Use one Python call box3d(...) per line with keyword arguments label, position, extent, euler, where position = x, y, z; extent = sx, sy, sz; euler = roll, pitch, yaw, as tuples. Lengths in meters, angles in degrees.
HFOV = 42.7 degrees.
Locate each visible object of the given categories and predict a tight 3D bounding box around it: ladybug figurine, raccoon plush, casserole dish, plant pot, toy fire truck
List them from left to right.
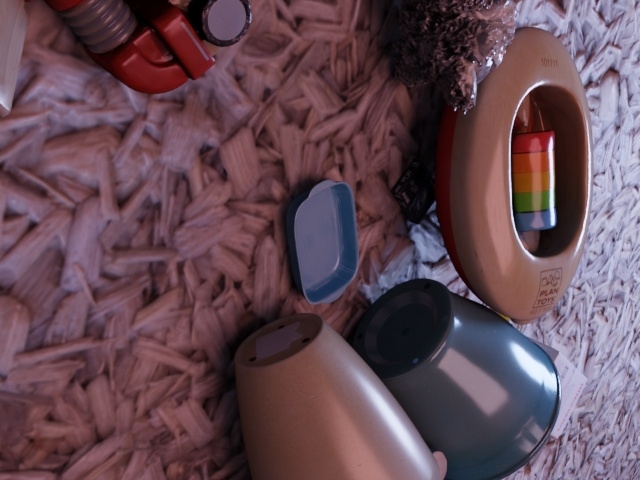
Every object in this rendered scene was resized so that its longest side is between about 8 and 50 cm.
box3d(label="toy fire truck", position=(-0.206, -0.204, 0.744), extent=(0.246, 0.158, 0.217), euler=(-44, 136, -9))
box3d(label="plant pot", position=(-0.005, 0.246, 1.104), extent=(0.256, 0.256, 0.274), euler=(-36, 113, -31))
box3d(label="casserole dish", position=(0.000, 0.000, 1.128), extent=(0.114, 0.037, 0.188), euler=(-31, 129, -35))
box3d(label="raccoon plush", position=(0.087, -0.357, 1.012), extent=(0.447, 0.216, 0.299), euler=(19, 109, -21))
box3d(label="plant pot", position=(0.191, 0.202, 1.273), extent=(0.255, 0.272, 0.271), euler=(43, 74, -32))
box3d(label="ladybug figurine", position=(0.287, -0.093, 1.256), extent=(0.305, 0.162, 0.449), euler=(-6, 99, -40))

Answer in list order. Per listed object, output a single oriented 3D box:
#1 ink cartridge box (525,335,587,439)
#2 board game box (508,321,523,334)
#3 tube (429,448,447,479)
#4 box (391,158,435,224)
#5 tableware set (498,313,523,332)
box3d(label="ink cartridge box", position=(0.467, 0.315, 1.731), extent=(0.212, 0.093, 0.154), euler=(37, 80, -47))
box3d(label="board game box", position=(0.306, 0.311, 1.569), extent=(0.305, 0.053, 0.193), euler=(-57, 139, -4))
box3d(label="tube", position=(0.095, 0.329, 1.255), extent=(0.080, 0.207, 0.052), euler=(-8, 97, -44))
box3d(label="box", position=(0.148, -0.075, 1.266), extent=(0.067, 0.018, 0.083), euler=(-54, 138, -16))
box3d(label="tableware set", position=(0.373, 0.128, 1.601), extent=(0.104, 0.024, 0.154), euler=(-1, 109, -44))
